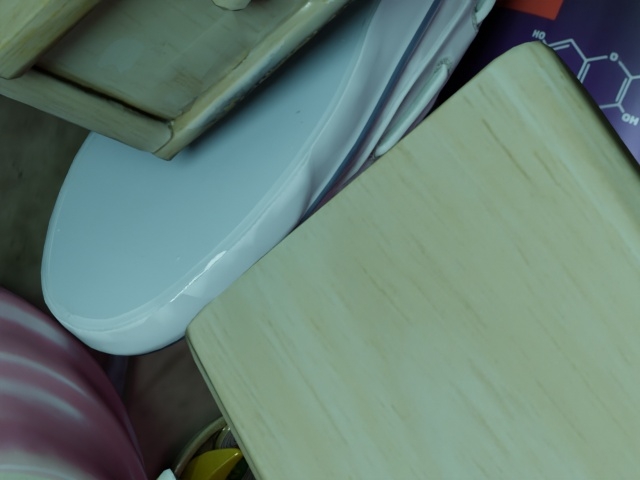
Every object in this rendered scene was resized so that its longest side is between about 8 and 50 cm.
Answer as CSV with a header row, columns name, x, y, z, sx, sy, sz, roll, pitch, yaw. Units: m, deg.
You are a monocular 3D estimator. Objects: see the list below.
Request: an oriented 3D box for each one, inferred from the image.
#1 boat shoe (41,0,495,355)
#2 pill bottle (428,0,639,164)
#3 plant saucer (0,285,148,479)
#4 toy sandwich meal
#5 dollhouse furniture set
name,x,y,z,sx,sy,sz,roll,pitch,yaw
boat shoe,0.003,-0.053,0.693,0.258,0.095,0.084,-52,139,-17
pill bottle,0.132,-0.029,0.801,0.181,0.181,0.323,22,91,-55
plant saucer,-0.163,0.170,0.615,0.332,0.084,0.332,-30,131,-41
toy sandwich meal,-0.035,0.110,0.793,0.085,0.029,0.085,-30,132,-40
dollhouse furniture set,0.000,0.000,0.431,0.362,0.394,0.256,-40,150,18
